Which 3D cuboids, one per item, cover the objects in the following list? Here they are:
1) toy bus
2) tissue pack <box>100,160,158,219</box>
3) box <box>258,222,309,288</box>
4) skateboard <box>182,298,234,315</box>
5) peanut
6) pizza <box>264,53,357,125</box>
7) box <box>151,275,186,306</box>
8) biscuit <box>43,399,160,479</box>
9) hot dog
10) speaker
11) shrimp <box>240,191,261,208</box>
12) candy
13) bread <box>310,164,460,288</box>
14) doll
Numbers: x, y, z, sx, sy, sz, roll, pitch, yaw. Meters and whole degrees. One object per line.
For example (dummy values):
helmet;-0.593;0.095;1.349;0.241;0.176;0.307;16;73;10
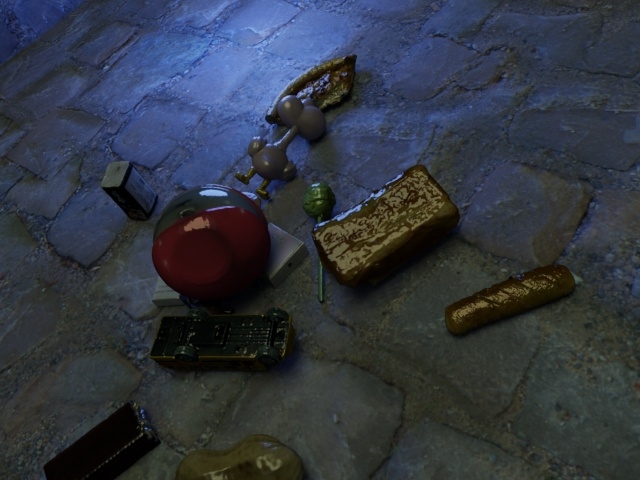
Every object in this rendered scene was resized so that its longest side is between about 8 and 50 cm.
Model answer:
toy bus;-0.218;0.234;1.293;0.335;0.123;0.121;-3;52;18
tissue pack;-0.566;-0.146;1.678;0.090;0.170;0.103;-2;56;19
box;-0.122;0.036;1.455;0.130;0.051;0.129;31;69;34
skateboard;-0.292;0.157;1.428;0.080;0.067;0.151;-49;47;-5
peanut;-0.165;0.451;1.118;0.274;0.111;0.125;-12;47;11
pizza;-0.018;-0.472;1.784;0.365;0.074;0.182;-32;50;-5
box;-0.391;0.100;1.513;0.084;0.040;0.154;-8;51;18
biscuit;-0.480;0.469;1.248;0.252;0.070;0.106;-37;51;-9
hot dog;0.397;0.124;1.192;0.286;0.061;0.088;-26;61;1
speaker;-0.270;-0.001;1.389;0.294;0.294;0.294;-10;52;13
shrimp;-0.273;-0.076;1.600;0.219;0.046;0.152;2;52;21
candy;0.000;0.000;1.428;0.093;0.092;0.335;-16;58;24
bread;0.153;-0.027;1.332;0.344;0.149;0.195;-31;64;-2
doll;-0.101;-0.292;1.637;0.365;0.160;0.094;-60;15;-24
